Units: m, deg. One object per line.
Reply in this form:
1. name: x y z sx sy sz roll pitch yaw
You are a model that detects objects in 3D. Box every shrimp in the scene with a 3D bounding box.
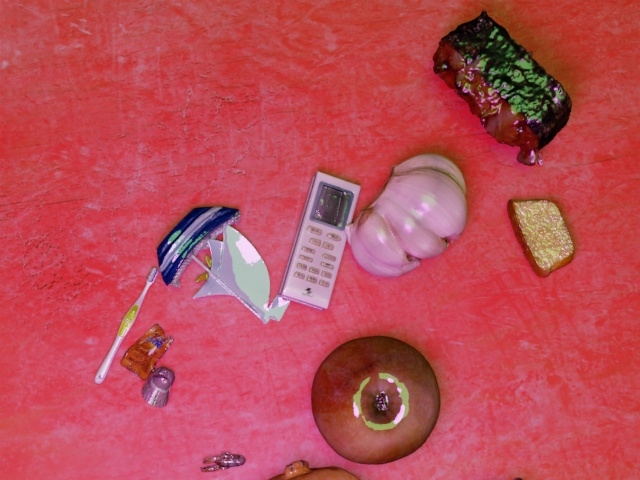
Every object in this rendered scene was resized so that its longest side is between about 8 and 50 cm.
1. shrimp: -0.196 0.438 1.819 0.092 0.038 0.029 -14 35 -7

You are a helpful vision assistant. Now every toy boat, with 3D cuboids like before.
1. toy boat: -0.187 0.063 1.900 0.291 0.067 0.220 40 74 2

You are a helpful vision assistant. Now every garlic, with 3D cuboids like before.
1. garlic: 0.206 -0.044 1.896 0.203 0.185 0.281 41 72 -20

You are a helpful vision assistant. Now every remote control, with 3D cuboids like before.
1. remote control: 0.000 0.000 1.923 0.103 0.055 0.277 19 75 -10

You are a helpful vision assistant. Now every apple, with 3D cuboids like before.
1. apple: 0.107 0.305 1.776 0.257 0.234 0.256 0 76 -1

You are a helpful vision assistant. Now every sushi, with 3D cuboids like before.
1. sushi: 0.398 -0.320 1.987 0.182 0.196 0.343 -40 77 6

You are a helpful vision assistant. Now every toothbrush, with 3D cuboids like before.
1. toothbrush: -0.396 0.173 1.875 0.022 0.026 0.263 25 79 2

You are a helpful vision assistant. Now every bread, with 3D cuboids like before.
1. bread: 0.474 -0.017 1.972 0.103 0.065 0.187 -17 77 -3

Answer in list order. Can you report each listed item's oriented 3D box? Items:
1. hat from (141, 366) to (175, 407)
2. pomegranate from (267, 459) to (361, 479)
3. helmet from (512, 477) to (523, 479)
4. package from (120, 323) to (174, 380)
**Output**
1. hat: -0.322 0.292 1.848 0.058 0.042 0.087 21 109 9
2. pomegranate: -0.019 0.525 1.718 0.248 0.248 0.248 1 76 -4
3. helmet: 0.301 0.576 1.767 0.198 0.154 0.253 55 52 -30
4. package: -0.349 0.226 1.859 0.077 0.033 0.110 37 73 11
